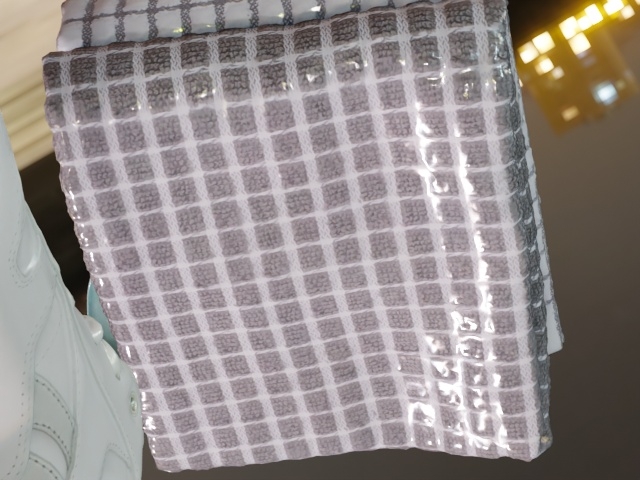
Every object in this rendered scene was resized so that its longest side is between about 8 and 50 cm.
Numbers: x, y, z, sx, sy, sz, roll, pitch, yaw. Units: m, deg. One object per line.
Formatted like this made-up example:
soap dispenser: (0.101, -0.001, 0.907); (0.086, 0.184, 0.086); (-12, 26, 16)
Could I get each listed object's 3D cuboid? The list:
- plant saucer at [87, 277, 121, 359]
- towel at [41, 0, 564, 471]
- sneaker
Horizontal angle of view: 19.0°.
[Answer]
plant saucer: (-0.143, 0.072, 1.466); (0.021, 0.119, 0.119); (-14, 174, -30)
towel: (0.000, 0.000, 0.992); (0.235, 0.283, 0.121); (-9, -144, 6)
sneaker: (-0.129, 0.044, 0.648); (0.114, 0.305, 0.152); (10, -152, 22)
